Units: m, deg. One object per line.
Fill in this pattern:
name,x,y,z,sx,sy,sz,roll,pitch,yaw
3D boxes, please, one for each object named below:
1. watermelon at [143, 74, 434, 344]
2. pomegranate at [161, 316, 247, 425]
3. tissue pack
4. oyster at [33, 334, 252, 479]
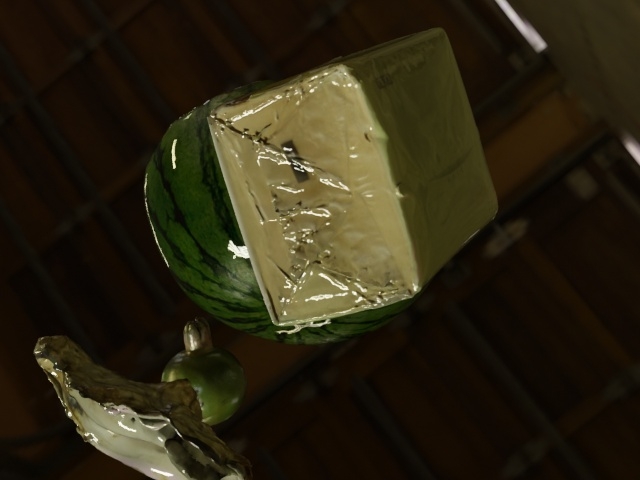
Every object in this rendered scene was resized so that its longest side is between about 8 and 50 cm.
watermelon,0.000,0.000,1.457,0.331,0.331,0.189,46,-147,-57
pomegranate,-0.098,0.110,1.216,0.073,0.073,0.084,39,-151,-74
tissue pack,0.032,-0.051,1.051,0.234,0.125,0.159,-33,-73,-66
oyster,-0.124,0.126,1.082,0.191,0.081,0.163,36,162,-13
